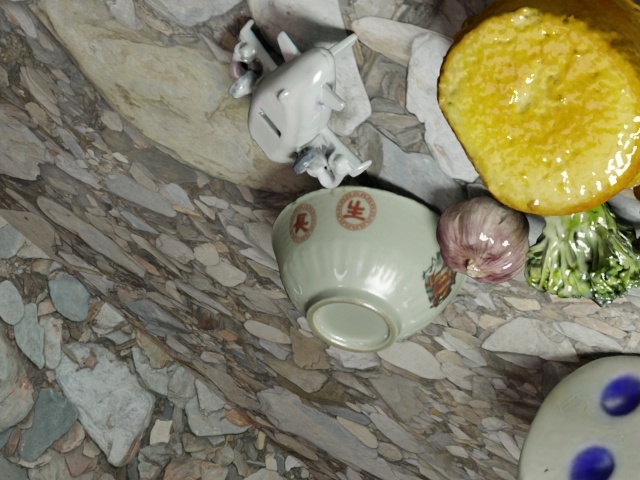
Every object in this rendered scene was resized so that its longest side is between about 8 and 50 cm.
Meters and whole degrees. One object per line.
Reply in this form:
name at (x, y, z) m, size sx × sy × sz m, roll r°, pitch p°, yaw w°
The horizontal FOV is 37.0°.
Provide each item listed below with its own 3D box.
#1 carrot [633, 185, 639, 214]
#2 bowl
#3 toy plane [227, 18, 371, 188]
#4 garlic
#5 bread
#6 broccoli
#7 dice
carrot at (0.476, -0.006, 1.144) m, size 0.263 × 0.102 × 0.102 m, roll 40°, pitch 154°, yaw -31°
bowl at (0.064, 0.079, 1.550) m, size 0.337 × 0.157 × 0.337 m, roll 10°, pitch 141°, yaw 8°
toy plane at (-0.031, -0.192, 1.329) m, size 0.267 × 0.122 × 0.267 m, roll 40°, pitch 151°, yaw 27°
garlic at (0.236, 0.004, 1.399) m, size 0.147 × 0.102 × 0.159 m, roll 38°, pitch 154°, yaw -8°
bread at (0.250, -0.151, 1.011) m, size 0.268 × 0.145 × 0.268 m, roll 14°, pitch 122°, yaw 25°
broccoli at (0.324, -0.055, 1.193) m, size 0.165 × 0.145 × 0.304 m, roll 21°, pitch 143°, yaw 45°
dice at (0.517, 0.376, 1.508) m, size 0.277 × 0.304 × 0.304 m, roll 46°, pitch 152°, yaw -24°
